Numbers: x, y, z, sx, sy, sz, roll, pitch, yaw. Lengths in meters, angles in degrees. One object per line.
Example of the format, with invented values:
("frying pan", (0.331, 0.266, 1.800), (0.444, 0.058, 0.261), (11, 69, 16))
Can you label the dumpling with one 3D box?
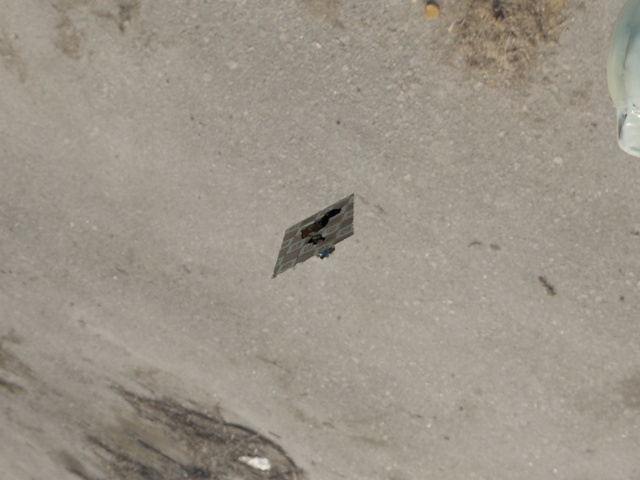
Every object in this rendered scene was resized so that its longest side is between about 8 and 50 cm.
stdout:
("dumpling", (0.723, -0.349, 1.146), (0.316, 0.233, 0.394), (19, 104, 38))

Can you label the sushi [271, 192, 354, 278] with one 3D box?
("sushi", (0.000, 0.000, 0.921), (0.139, 0.201, 0.031), (-27, 108, 14))
